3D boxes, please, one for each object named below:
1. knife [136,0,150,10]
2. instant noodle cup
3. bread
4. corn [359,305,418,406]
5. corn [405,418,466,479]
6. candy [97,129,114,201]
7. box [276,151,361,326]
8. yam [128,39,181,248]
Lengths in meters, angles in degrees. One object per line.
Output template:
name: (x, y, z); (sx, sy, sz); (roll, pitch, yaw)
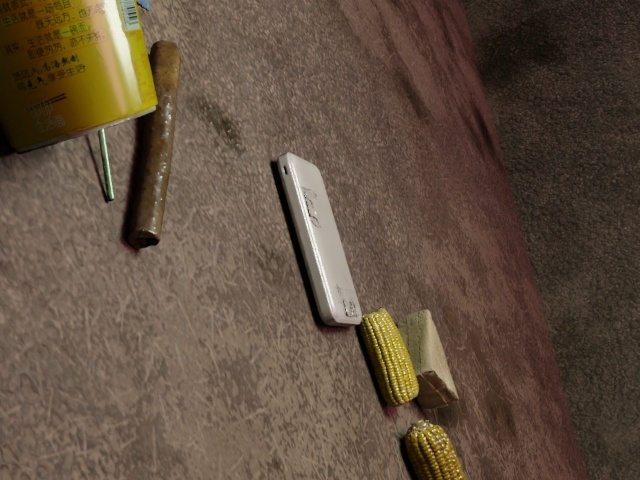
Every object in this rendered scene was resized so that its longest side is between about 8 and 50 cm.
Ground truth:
knife: (-0.303, -0.380, 1.206); (0.313, 0.019, 0.044); (37, 45, -55)
instant noodle cup: (-0.260, -0.217, 0.925); (0.215, 0.215, 0.236); (-48, 122, -67)
bread: (0.196, 0.219, 1.779); (0.105, 0.077, 0.152); (47, 33, -37)
corn: (0.114, 0.196, 1.630); (0.085, 0.063, 0.165); (-19, 86, -45)
corn: (0.207, 0.409, 1.633); (0.238, 0.080, 0.080); (67, 21, -8)
candy: (-0.250, -0.143, 1.085); (0.061, 0.061, 0.202); (4, 75, -67)
box: (0.000, 0.000, 1.557); (0.142, 0.044, 0.285); (16, 56, -67)
yam: (-0.200, -0.126, 1.182); (0.045, 0.045, 0.327); (20, 46, -24)
